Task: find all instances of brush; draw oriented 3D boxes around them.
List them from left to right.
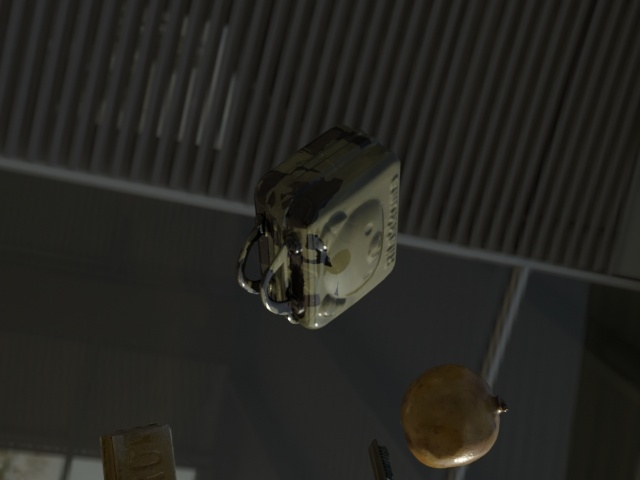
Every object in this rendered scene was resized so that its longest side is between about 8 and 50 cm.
[{"bbox_3d":[0.111,0.414,1.928,0.190,0.027,0.034,-103,-148,-45],"label":"brush"}]

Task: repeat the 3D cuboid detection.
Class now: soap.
[{"bbox_3d":[-0.360,0.493,2.348,0.073,0.140,0.232,-7,-91,51],"label":"soap"}]

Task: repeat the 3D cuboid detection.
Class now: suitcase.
[{"bbox_3d":[0.000,0.000,2.147,0.194,0.339,0.352,34,-36,31],"label":"suitcase"}]

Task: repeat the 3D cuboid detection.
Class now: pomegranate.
[{"bbox_3d":[0.242,0.311,2.085,0.196,0.196,0.196,-170,-90,-69],"label":"pomegranate"}]
